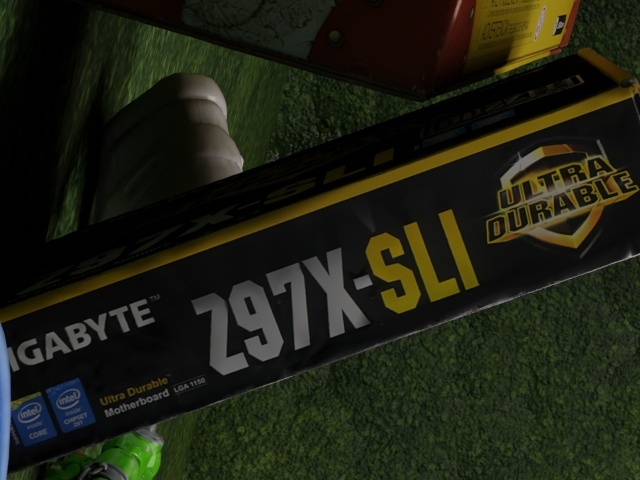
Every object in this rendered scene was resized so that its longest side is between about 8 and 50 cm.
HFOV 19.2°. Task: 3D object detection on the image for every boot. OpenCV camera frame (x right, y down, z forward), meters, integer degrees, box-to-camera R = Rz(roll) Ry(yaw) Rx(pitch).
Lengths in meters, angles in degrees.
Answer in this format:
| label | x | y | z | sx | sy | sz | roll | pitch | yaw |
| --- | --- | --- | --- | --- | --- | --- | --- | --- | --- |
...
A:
| label | x | y | z | sx | sy | sz | roll | pitch | yaw |
| --- | --- | --- | --- | --- | --- | --- | --- | --- | --- |
| boot | -0.103 | -0.003 | 1.182 | 0.258 | 0.095 | 0.123 | 133 | -47 | -55 |

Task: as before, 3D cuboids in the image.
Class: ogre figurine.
| label | x | y | z | sx | sy | sz | roll | pitch | yaw |
| --- | --- | --- | --- | --- | --- | --- | --- | --- | --- |
| ogre figurine | -0.152 | 0.197 | 1.258 | 0.118 | 0.097 | 0.197 | -57 | 154 | -47 |

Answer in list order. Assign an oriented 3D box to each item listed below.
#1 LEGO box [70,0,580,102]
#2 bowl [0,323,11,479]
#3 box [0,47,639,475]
| label | x | y | z | sx | sy | sz | roll | pitch | yaw |
| --- | --- | --- | --- | --- | --- | --- | --- | --- | --- |
| LEGO box | 0.066 | -0.294 | 1.045 | 0.500 | 0.193 | 0.372 | -29 | 134 | -74 |
| bowl | -0.175 | 0.194 | 0.488 | 0.391 | 0.077 | 0.391 | 14 | 90 | -89 |
| box | 0.000 | 0.000 | 0.917 | 0.257 | 0.322 | 0.079 | -72 | 142 | -79 |
